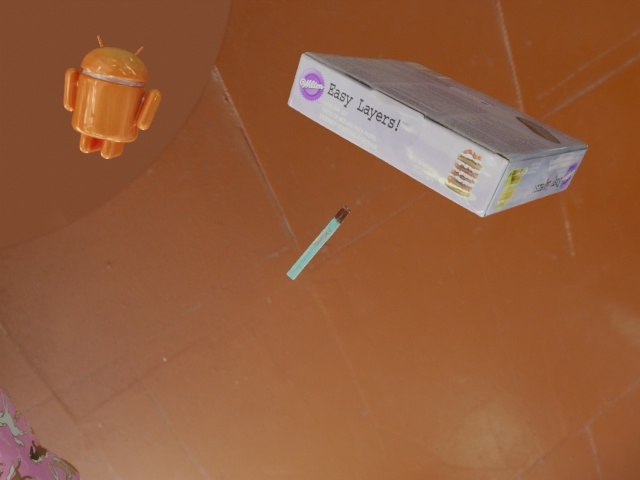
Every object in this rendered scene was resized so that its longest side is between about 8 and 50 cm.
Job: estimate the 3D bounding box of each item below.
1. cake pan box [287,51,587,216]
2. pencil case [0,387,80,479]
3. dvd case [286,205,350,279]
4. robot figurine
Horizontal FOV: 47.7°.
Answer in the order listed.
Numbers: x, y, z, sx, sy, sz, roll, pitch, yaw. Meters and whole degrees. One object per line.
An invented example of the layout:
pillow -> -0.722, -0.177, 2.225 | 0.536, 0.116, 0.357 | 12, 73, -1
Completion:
cake pan box -> 0.131, -0.129, 0.798 | 0.246, 0.267, 0.070 | -15, 132, -55
pencil case -> -0.566, 0.323, 1.223 | 0.160, 0.167, 0.386 | -44, 124, -34
dvd case -> 0.000, 0.000, 0.873 | 0.013, 0.119, 0.087 | 40, 102, -1
robot figurine -> -0.396, -0.269, 1.375 | 0.128, 0.158, 0.219 | -1, 110, -47
